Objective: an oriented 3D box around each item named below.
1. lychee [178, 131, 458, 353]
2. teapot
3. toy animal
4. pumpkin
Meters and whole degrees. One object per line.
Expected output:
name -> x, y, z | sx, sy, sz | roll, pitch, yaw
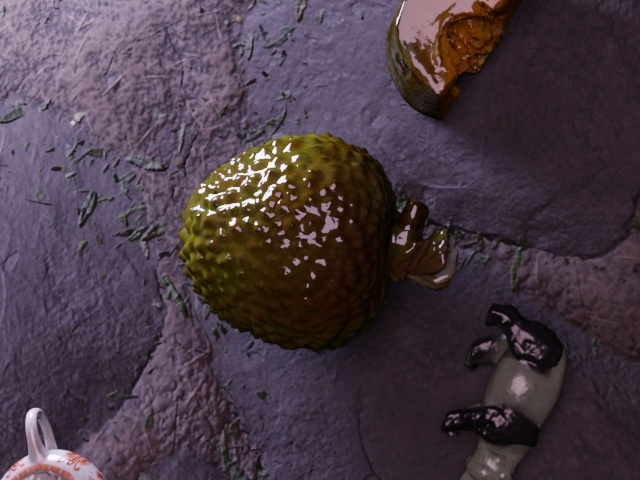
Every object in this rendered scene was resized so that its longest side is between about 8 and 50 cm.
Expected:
lychee -> -0.012, 0.000, 1.684 | 0.320, 0.270, 0.269 | -16, 77, -3
teapot -> -0.341, 0.335, 1.768 | 0.159, 0.116, 0.245 | -22, 78, 20
toy animal -> 0.220, 0.198, 1.689 | 0.121, 0.094, 0.225 | 22, 84, 6
pumpkin -> 0.170, -0.287, 1.766 | 0.126, 0.131, 0.248 | 37, 87, 15
